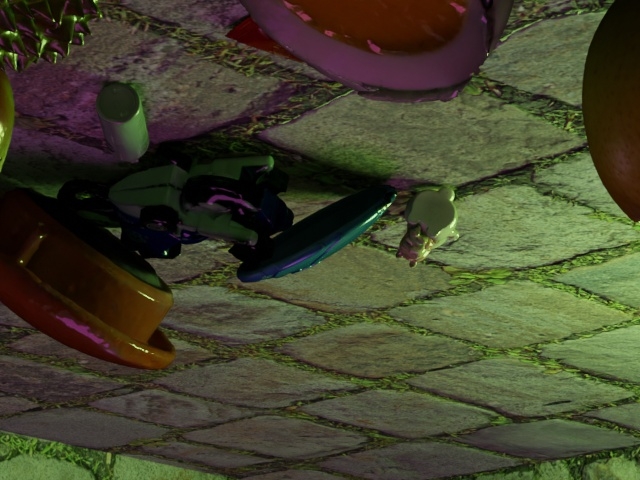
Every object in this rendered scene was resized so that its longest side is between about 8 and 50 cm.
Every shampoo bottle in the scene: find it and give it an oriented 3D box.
[{"bbox_3d":[-0.241,-0.133,2.254,0.056,0.056,0.195,2,160,1],"label":"shampoo bottle"}]

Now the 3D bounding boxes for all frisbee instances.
[{"bbox_3d":[0.000,0.000,2.409,0.242,0.045,0.242,-28,-172,4],"label":"frisbee"}]

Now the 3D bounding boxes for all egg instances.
[{"bbox_3d":[0.053,-0.277,1.640,0.286,0.174,0.264,40,145,-23],"label":"egg"}]

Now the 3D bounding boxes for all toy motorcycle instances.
[{"bbox_3d":[-0.188,-0.040,2.425,0.331,0.125,0.196,-2,159,36],"label":"toy motorcycle"}]

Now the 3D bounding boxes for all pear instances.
[{"bbox_3d":[0.375,-0.187,1.717,0.191,0.340,0.386,50,156,-10],"label":"pear"}]

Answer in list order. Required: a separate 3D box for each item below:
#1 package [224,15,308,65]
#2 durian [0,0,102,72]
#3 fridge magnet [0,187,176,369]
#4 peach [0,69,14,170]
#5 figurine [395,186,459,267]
[{"bbox_3d":[-0.003,-0.213,2.037,0.200,0.022,0.083,17,156,-32],"label":"package"},{"bbox_3d":[-0.301,-0.273,1.579,0.224,0.291,0.291,-42,146,12],"label":"durian"},{"bbox_3d":[-0.344,0.053,2.495,0.363,0.155,0.363,35,-178,-1],"label":"fridge magnet"},{"bbox_3d":[-0.453,-0.135,2.017,0.231,0.231,0.231,2,161,1],"label":"peach"},{"bbox_3d":[0.136,-0.017,2.505,0.098,0.081,0.146,-32,168,-15],"label":"figurine"}]
